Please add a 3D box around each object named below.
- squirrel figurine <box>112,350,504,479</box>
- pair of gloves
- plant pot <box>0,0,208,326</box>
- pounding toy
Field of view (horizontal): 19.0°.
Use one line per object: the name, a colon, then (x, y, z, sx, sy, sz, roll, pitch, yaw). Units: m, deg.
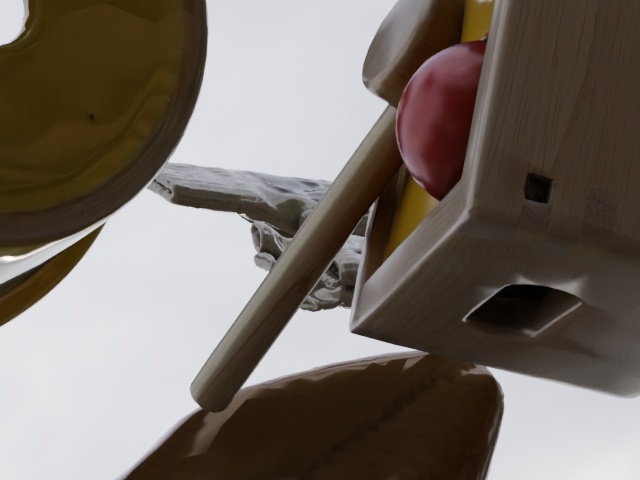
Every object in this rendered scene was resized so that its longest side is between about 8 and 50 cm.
squirrel figurine: (-0.076, 0.288, 0.809, 0.397, 0.281, 0.370, -9, -42, -20)
pair of gloves: (0.000, 0.000, 1.362, 0.204, 0.240, 0.042, 4, -71, -42)
plant pot: (-0.167, -0.076, 0.762, 0.254, 0.239, 0.254, 2, -94, -30)
pounding toy: (0.041, -0.025, 0.420, 0.100, 0.130, 0.141, 14, -16, -8)
